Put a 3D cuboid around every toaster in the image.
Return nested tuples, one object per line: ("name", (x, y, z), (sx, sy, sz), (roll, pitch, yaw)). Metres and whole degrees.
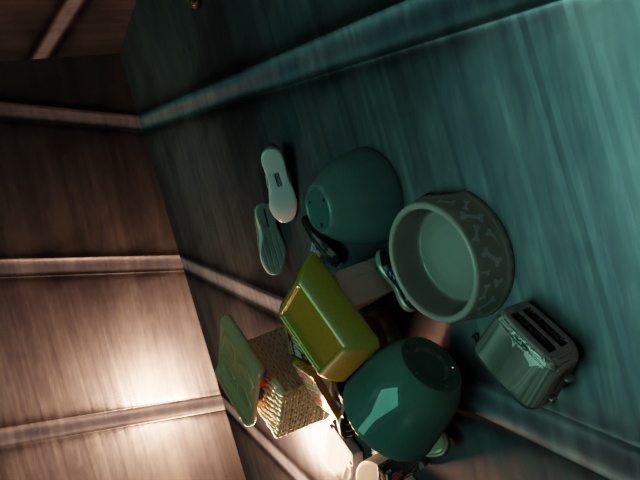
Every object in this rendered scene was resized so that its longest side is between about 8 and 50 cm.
("toaster", (0.443, 0.238, 1.133), (0.227, 0.129, 0.146), (51, 140, 37))

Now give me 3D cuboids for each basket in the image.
("basket", (-0.130, 0.569, 2.129), (0.331, 0.266, 0.328), (45, 139, 38))

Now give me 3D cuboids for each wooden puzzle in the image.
("wooden puzzle", (-0.311, 0.512, 2.066), (0.322, 0.080, 0.348), (46, 135, 37))

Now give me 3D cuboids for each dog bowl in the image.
("dog bowl", (0.304, 0.044, 1.292), (0.348, 0.102, 0.349), (35, 134, 47))

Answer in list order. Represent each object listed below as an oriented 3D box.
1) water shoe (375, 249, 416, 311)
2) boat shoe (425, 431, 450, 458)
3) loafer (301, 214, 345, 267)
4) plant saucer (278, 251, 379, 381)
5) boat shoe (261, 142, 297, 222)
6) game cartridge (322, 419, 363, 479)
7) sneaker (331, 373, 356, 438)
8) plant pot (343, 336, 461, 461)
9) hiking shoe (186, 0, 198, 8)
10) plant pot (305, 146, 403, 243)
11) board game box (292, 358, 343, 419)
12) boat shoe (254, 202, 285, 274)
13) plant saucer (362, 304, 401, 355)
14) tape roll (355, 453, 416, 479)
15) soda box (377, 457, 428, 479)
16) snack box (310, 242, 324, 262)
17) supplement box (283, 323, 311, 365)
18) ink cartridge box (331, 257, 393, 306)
("water shoe", (0.235, 0.103, 1.489), (0.080, 0.073, 0.203), (-40, 73, 36))
("boat shoe", (0.296, 0.601, 1.619), (0.335, 0.095, 0.112), (-11, 59, 57))
("loafer", (0.000, 0.000, 1.806), (0.223, 0.076, 0.078), (51, 136, 28))
("plant saucer", (-0.006, 0.251, 1.541), (0.333, 0.081, 0.333), (53, 147, 17))
("boat shoe", (-0.157, -0.216, 1.951), (0.102, 0.108, 0.301), (-94, -10, -62))
("game cartridge", (0.092, 0.893, 2.128), (0.196, 0.060, 0.294), (50, 143, 41))
("sneaker", (0.095, 0.610, 1.951), (0.108, 0.100, 0.272), (-167, 71, -67))
("plant pot", (0.244, 0.405, 1.412), (0.293, 0.293, 0.235), (52, 129, 32))
("hiking shoe", (-0.607, -1.087, 2.247), (0.227, 0.114, 0.086), (62, 149, 20))
("plant pot", (0.071, -0.111, 1.513), (0.290, 0.195, 0.290), (35, 134, 48))
("board game box", (-0.006, 0.536, 1.845), (0.124, 0.039, 0.259), (19, 144, 51))
("boat shoe", (-0.212, -0.005, 2.161), (0.094, 0.109, 0.302), (147, 114, -75))
("plant saucer", (0.188, 0.310, 1.688), (0.198, 0.036, 0.199), (36, 134, 47))
("tape roll", (0.267, 0.958, 1.845), (0.392, 0.072, 0.392), (35, 133, 47))
("soda box", (0.259, 0.706, 1.630), (0.053, 0.168, 0.060), (20, 121, 55))
("snack box", (-0.018, 0.087, 1.936), (0.064, 0.022, 0.178), (49, 143, 38))
("supplement box", (0.003, 0.337, 1.852), (0.191, 0.194, 0.129), (8, 112, 58))
("ink cartridge box", (0.082, 0.167, 1.625), (0.117, 0.201, 0.278), (65, 149, 11))
